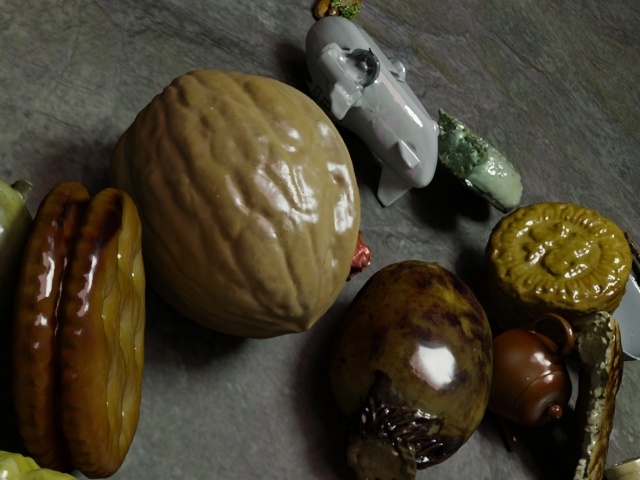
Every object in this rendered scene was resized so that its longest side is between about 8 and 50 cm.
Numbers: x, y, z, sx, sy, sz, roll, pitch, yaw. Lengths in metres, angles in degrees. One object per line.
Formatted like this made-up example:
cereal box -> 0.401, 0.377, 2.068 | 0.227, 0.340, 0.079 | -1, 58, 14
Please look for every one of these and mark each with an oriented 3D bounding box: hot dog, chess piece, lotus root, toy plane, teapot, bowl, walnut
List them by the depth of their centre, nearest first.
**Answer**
walnut -> -0.073, -0.031, 0.891 | 0.225, 0.225, 0.261 | -7, 64, -49
lotus root -> 0.098, 0.115, 1.001 | 0.169, 0.141, 0.314 | 38, 39, -14
teapot -> 0.245, 0.164, 1.126 | 0.116, 0.173, 0.116 | 20, 23, -9
chess piece -> 0.412, 0.337, 1.226 | 0.066, 0.066, 0.122 | -3, 67, -48
toy plane -> 0.063, -0.173, 1.226 | 0.252, 0.118, 0.252 | 47, 20, -23
bowl -> 0.384, 0.102, 1.369 | 0.189, 0.086, 0.189 | 29, 41, -29
hot dog -> 0.032, -0.343, 1.393 | 0.056, 0.041, 0.133 | 44, 37, -11

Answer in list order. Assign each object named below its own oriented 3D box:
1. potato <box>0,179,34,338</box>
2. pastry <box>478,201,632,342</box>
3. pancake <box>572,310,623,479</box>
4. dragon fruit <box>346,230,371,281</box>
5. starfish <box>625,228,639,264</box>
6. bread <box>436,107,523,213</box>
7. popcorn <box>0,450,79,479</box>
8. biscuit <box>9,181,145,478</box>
potato -> -0.286, 0.039, 0.632 | 0.143, 0.169, 0.248 | 20, 24, 9
pastry -> 0.298, 0.038, 1.242 | 0.103, 0.188, 0.189 | 79, 8, -50
pancake -> 0.312, 0.224, 1.148 | 0.245, 0.057, 0.266 | -70, 155, -18
dragon fruit -> -0.001, -0.002, 1.047 | 0.081, 0.086, 0.116 | -43, 86, -16
starfish -> 0.563, 0.073, 1.612 | 0.213, 0.057, 0.238 | 15, 51, -49
bread -> 0.207, -0.107, 1.314 | 0.172, 0.064, 0.232 | 43, 8, 10
popcorn -> -0.191, 0.238, 0.544 | 0.259, 0.212, 0.259 | 31, 34, -24
biscuit -> -0.170, 0.066, 0.708 | 0.066, 0.221, 0.221 | 2, 51, -3
